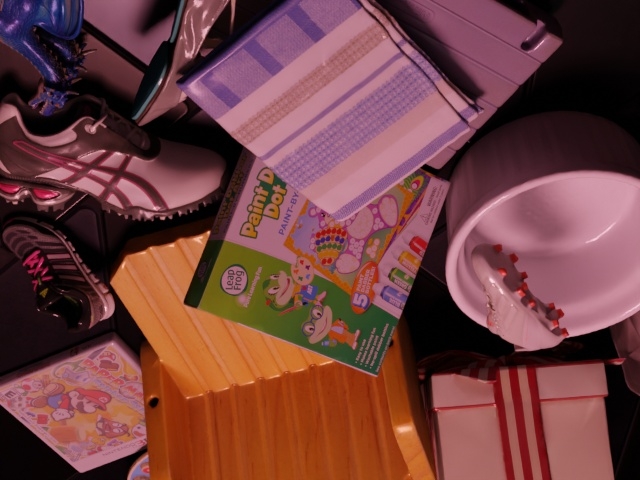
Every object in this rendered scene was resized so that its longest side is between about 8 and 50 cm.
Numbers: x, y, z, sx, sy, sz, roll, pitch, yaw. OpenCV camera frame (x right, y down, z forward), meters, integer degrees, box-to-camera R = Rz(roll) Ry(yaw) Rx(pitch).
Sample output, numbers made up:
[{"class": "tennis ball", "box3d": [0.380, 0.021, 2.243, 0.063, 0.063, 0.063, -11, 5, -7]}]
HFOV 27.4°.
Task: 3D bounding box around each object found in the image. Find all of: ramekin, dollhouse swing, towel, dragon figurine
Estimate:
[{"class": "ramekin", "box3d": [0.277, -0.022, 1.554, 0.277, 0.135, 0.277, -3, 136, -3]}, {"class": "dollhouse swing", "box3d": [-0.072, 0.171, 1.628, 0.346, 0.315, 0.305, -14, 150, 10]}, {"class": "towel", "box3d": [0.016, -0.147, 1.361, 0.209, 0.034, 0.285, -37, 133, 16]}, {"class": "dragon figurine", "box3d": [-0.276, -0.254, 1.306, 0.144, 0.085, 0.289, 12, 133, -17]}]

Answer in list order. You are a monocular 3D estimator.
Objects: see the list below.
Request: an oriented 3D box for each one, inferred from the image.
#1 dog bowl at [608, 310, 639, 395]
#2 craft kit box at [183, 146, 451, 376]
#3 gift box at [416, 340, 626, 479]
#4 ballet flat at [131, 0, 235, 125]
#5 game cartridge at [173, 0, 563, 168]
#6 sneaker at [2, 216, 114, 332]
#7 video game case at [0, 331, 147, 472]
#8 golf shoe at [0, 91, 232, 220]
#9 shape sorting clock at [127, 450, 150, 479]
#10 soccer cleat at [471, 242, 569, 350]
[{"class": "dog bowl", "box3d": [0.533, 0.075, 1.699, 0.348, 0.102, 0.349, -2, 135, -2]}, {"class": "craft kit box", "box3d": [0.000, 0.000, 1.503, 0.246, 0.061, 0.250, 22, 86, -23]}, {"class": "gift box", "box3d": [0.267, 0.264, 1.725, 0.255, 0.258, 0.276, -4, 169, -5]}, {"class": "ballet flat", "box3d": [-0.129, -0.190, 1.316, 0.068, 0.072, 0.213, 15, 130, -17]}, {"class": "game cartridge", "box3d": [0.049, -0.223, 1.387, 0.355, 0.068, 0.230, 24, 133, -26]}, {"class": "sneaker", "box3d": [-0.324, 0.045, 1.583, 0.063, 0.075, 0.170, -34, 104, 34]}, {"class": "video game case", "box3d": [-0.313, 0.231, 1.834, 0.206, 0.026, 0.227, -22, 133, 16]}, {"class": "golf shoe", "box3d": [-0.231, -0.095, 1.462, 0.272, 0.105, 0.120, 2, 128, -8]}, {"class": "shape sorting clock", "box3d": [-0.181, 0.348, 1.937, 0.206, 0.040, 0.206, -10, 143, -8]}, {"class": "soccer cleat", "box3d": [0.214, 0.074, 1.504, 0.076, 0.068, 0.196, -25, 135, 23]}]
